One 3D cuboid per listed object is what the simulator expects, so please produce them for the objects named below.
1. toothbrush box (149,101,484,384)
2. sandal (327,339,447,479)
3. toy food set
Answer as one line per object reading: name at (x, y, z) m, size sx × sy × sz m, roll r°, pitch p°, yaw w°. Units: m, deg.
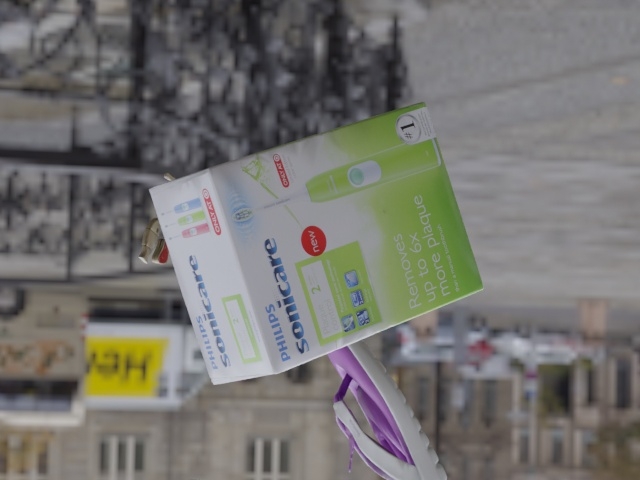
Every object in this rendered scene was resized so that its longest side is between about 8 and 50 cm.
toothbrush box at (0.000, 0.000, 1.799) m, size 0.283 × 0.206 × 0.122 m, roll -19°, pitch -178°, yaw -35°
sandal at (0.090, 0.300, 2.487) m, size 0.102 × 0.416 × 0.169 m, roll -27°, pitch 169°, yaw -15°
toy food set at (-0.195, -0.021, 2.320) m, size 0.019 × 0.122 × 0.078 m, roll 7°, pitch 164°, yaw 25°
